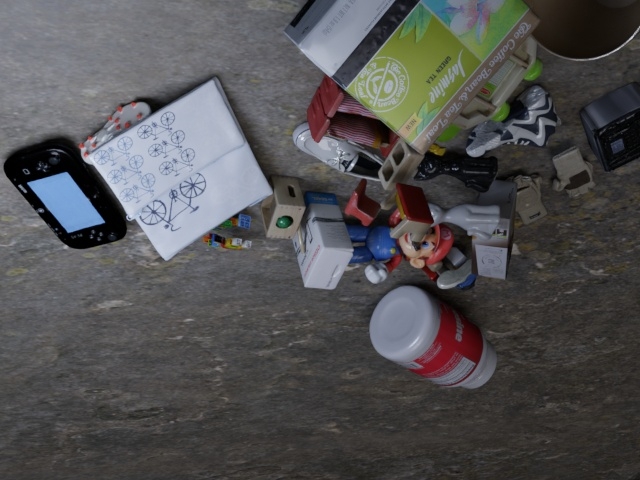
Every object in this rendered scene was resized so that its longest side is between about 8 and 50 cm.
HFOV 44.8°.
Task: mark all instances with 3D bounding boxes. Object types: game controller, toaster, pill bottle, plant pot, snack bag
[{"bbox_3d":[-0.579,-0.094,1.781,0.166,0.067,0.319,-20,136,4],"label":"game controller"},{"bbox_3d":[0.755,-0.285,1.948,0.168,0.110,0.185,-28,136,12],"label":"toaster"},{"bbox_3d":[0.356,0.310,2.359,0.229,0.229,0.408,-39,133,23],"label":"pill bottle"},{"bbox_3d":[0.565,-0.522,1.566,0.191,0.284,0.284,-28,151,-42],"label":"plant pot"},{"bbox_3d":[-0.296,-0.144,1.728,0.323,0.037,0.342,-34,129,-12],"label":"snack bag"}]

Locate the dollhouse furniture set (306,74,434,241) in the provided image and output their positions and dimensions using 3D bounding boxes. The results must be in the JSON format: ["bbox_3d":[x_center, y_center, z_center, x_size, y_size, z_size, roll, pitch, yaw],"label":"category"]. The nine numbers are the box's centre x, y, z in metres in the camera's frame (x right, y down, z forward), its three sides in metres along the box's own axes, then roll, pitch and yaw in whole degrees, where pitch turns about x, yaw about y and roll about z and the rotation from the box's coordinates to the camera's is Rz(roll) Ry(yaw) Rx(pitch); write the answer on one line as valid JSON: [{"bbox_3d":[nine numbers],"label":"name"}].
[{"bbox_3d":[0.117,-0.194,1.665,0.201,0.374,0.152,7,137,-25],"label":"dollhouse furniture set"}]

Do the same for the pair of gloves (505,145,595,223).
[{"bbox_3d":[0.617,-0.153,2.096,0.240,0.042,0.204,-31,139,21],"label":"pair of gloves"}]

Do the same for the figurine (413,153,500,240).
[{"bbox_3d":[0.328,-0.114,1.919,0.209,0.214,0.092,5,159,-7],"label":"figurine"}]

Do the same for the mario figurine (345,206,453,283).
[{"bbox_3d":[0.186,-0.008,2.009,0.321,0.170,0.198,-3,111,-1],"label":"mario figurine"}]

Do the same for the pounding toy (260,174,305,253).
[{"bbox_3d":[-0.081,-0.063,1.907,0.100,0.141,0.130,4,134,-21],"label":"pounding toy"}]

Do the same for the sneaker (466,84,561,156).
[{"bbox_3d":[0.486,-0.255,1.910,0.235,0.094,0.153,-42,124,12],"label":"sneaker"}]

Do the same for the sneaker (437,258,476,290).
[{"bbox_3d":[0.387,0.117,2.190,0.152,0.058,0.084,-29,140,-29],"label":"sneaker"}]

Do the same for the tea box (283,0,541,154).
[{"bbox_3d":[0.163,-0.403,1.463,0.323,0.220,0.329,36,102,-22],"label":"tea box"}]

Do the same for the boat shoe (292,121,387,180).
[{"bbox_3d":[0.058,-0.202,1.842,0.267,0.088,0.096,19,127,-32],"label":"boat shoe"}]

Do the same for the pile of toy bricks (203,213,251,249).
[{"bbox_3d":[-0.276,-0.040,1.919,0.105,0.118,0.212,-7,164,45],"label":"pile of toy bricks"}]

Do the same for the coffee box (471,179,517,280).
[{"bbox_3d":[0.466,-0.028,2.088,0.098,0.141,0.246,9,139,18],"label":"coffee box"}]

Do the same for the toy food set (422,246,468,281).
[{"bbox_3d":[0.333,0.045,2.201,0.111,0.104,0.232,-46,149,11],"label":"toy food set"}]

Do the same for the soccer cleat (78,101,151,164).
[{"bbox_3d":[-0.437,-0.232,1.689,0.196,0.068,0.076,-34,155,15],"label":"soccer cleat"}]

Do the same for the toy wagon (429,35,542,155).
[{"bbox_3d":[0.336,-0.349,1.740,0.267,0.068,0.344,15,120,-41],"label":"toy wagon"}]

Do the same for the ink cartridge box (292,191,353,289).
[{"bbox_3d":[0.000,0.000,1.950,0.086,0.203,0.148,6,133,-22],"label":"ink cartridge box"}]
